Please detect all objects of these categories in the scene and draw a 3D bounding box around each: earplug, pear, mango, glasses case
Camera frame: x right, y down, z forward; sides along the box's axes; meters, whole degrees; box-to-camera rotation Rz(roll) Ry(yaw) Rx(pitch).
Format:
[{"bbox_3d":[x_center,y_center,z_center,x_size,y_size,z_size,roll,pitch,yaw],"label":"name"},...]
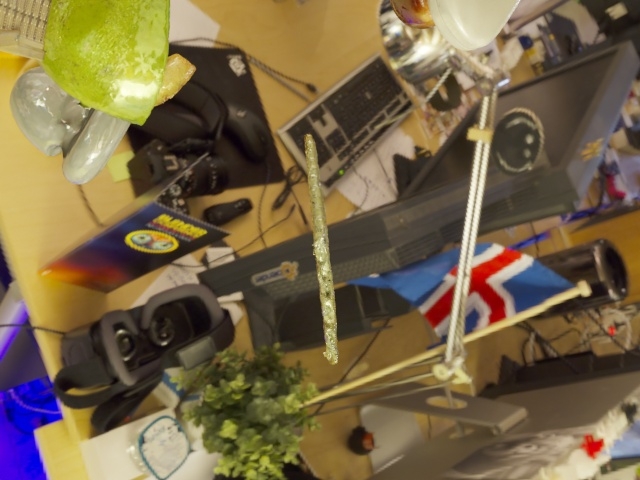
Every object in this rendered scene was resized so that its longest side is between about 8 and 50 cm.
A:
[{"bbox_3d":[-0.470,-0.232,1.357,0.175,0.326,0.214,33,87,-51],"label":"earplug"},{"bbox_3d":[-0.322,-0.347,1.032,0.139,0.239,0.288,3,45,-51],"label":"pear"},{"bbox_3d":[0.184,-0.482,1.315,0.111,0.133,0.267,8,48,-5],"label":"mango"},{"bbox_3d":[0.150,-0.246,0.603,0.074,0.049,0.193,45,66,-31],"label":"glasses case"}]

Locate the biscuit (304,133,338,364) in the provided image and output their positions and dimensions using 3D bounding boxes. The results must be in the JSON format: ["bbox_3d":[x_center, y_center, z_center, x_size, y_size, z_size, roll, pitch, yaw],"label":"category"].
[{"bbox_3d":[-0.001,0.000,0.702,0.203,0.016,0.144,-97,-179,-47],"label":"biscuit"}]

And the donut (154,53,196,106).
[{"bbox_3d":[-0.393,-0.395,1.732,0.065,0.178,0.162,51,30,-31],"label":"donut"}]

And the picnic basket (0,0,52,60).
[{"bbox_3d":[-0.438,-0.294,0.721,0.313,0.228,0.175,-62,167,-82],"label":"picnic basket"}]
